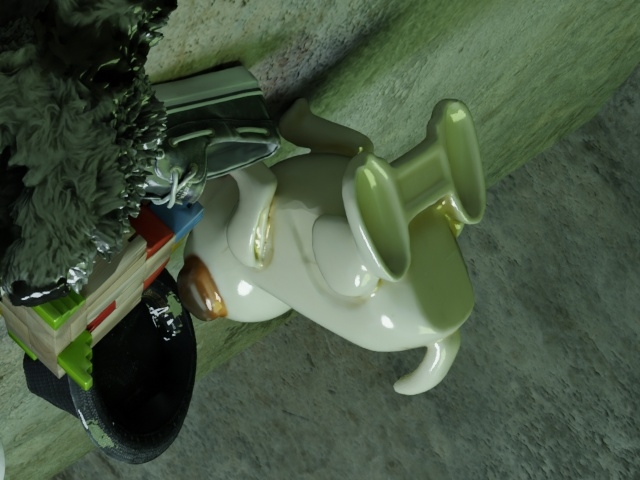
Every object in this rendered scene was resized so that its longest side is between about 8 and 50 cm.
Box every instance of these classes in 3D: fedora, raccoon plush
[{"bbox_3d":[-0.311,0.168,2.356,0.152,0.334,0.334,-6,-176,25],"label":"fedora"},{"bbox_3d":[-0.191,-0.107,1.447,0.446,0.216,0.299,-40,-178,6],"label":"raccoon plush"}]

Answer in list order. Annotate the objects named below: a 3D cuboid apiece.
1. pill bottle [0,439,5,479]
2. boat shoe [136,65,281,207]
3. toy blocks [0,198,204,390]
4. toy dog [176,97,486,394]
[{"bbox_3d":[-0.564,0.305,2.038,0.229,0.229,0.407,-38,170,17],"label":"pill bottle"},{"bbox_3d":[-0.162,-0.097,1.793,0.335,0.119,0.121,-28,168,-42],"label":"boat shoe"},{"bbox_3d":[-0.253,0.014,1.970,0.261,0.191,0.381,-45,175,-16],"label":"toy blocks"},{"bbox_3d":[0.000,0.000,2.189,0.408,0.395,0.284,-1,-149,39],"label":"toy dog"}]
